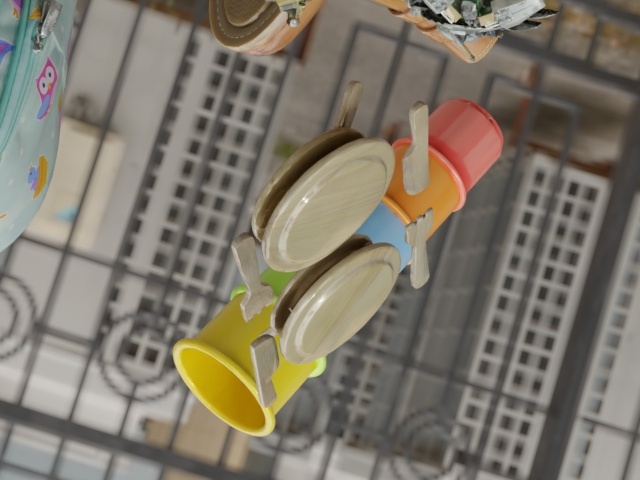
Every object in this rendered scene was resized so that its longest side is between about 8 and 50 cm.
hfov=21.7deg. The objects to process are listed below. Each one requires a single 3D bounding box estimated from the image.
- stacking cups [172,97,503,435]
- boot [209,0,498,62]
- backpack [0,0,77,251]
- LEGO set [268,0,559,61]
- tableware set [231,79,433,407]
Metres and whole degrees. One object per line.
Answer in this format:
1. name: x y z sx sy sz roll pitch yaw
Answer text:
1. stacking cups: 0.020 0.004 1.271 0.096 0.316 0.096 31 151 19
2. boot: 0.036 -0.134 0.825 0.073 0.197 0.152 8 151 42
3. backpack: -0.181 -0.083 0.654 0.166 0.188 0.144 3 167 1
4. LEGO set: 0.022 -0.052 0.363 0.083 0.023 0.054 -2 -158 -9
5. tableware set: 0.000 0.000 0.886 0.039 0.128 0.194 45 162 24
